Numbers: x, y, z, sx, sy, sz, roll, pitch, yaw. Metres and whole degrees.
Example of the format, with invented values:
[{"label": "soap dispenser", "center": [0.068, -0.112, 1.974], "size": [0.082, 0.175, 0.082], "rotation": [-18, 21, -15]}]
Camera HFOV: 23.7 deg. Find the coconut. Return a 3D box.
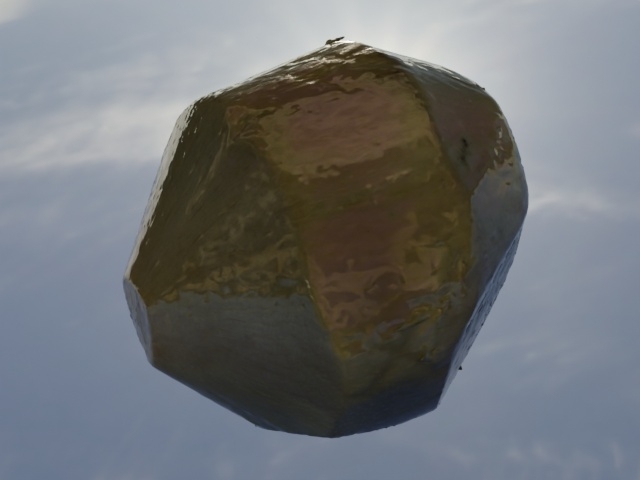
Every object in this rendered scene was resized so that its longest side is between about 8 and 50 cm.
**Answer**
[{"label": "coconut", "center": [0.000, 0.000, 0.849], "size": [0.237, 0.197, 0.237], "rotation": [-12, -159, 5]}]
